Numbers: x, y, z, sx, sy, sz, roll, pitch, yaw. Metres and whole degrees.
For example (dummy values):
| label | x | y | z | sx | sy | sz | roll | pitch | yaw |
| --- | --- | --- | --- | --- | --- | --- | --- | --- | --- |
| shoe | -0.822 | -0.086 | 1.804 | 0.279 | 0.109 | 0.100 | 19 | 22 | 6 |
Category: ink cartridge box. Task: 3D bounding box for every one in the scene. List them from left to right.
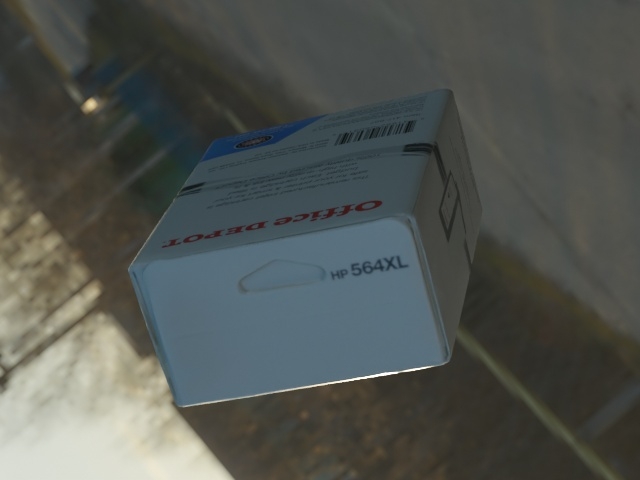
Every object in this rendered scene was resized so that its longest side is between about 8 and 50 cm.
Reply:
| label | x | y | z | sx | sy | sz | roll | pitch | yaw |
| --- | --- | --- | --- | --- | --- | --- | --- | --- | --- |
| ink cartridge box | 0.000 | 0.000 | 1.012 | 0.203 | 0.148 | 0.086 | -66 | -37 | -65 |
